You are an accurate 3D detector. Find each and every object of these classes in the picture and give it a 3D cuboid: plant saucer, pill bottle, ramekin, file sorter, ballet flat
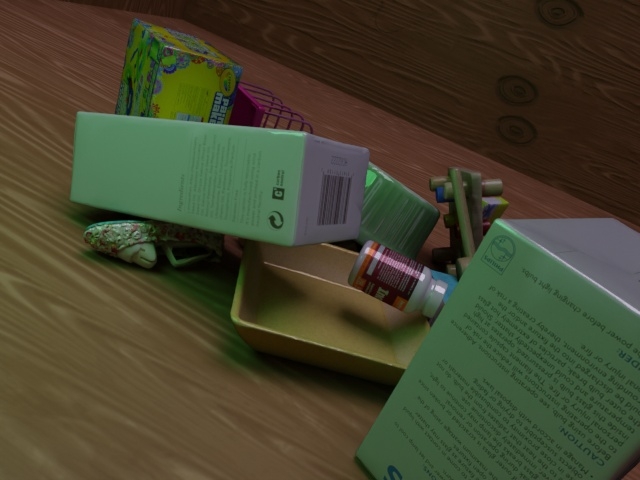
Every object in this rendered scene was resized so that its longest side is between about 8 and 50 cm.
[{"bbox_3d":[0.014,0.112,0.897,0.332,0.081,0.333,18,25,-11],"label":"plant saucer"},{"bbox_3d":[0.129,0.067,0.885,0.152,0.086,0.086,26,24,8],"label":"pill bottle"},{"bbox_3d":[0.122,-0.080,1.201,0.303,0.148,0.303,33,10,-7],"label":"ramekin"},{"bbox_3d":[-0.172,-0.296,1.442,0.182,0.202,0.291,6,28,-35],"label":"file sorter"},{"bbox_3d":[-0.263,0.007,0.887,0.241,0.091,0.077,-3,67,-37],"label":"ballet flat"}]

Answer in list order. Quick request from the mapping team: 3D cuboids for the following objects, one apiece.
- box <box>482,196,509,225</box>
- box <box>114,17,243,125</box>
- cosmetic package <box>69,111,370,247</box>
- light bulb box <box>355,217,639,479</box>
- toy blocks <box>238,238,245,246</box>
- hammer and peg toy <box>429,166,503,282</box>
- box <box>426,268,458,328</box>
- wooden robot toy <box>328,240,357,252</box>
[{"bbox_3d":[0.529,-0.083,1.710,0.178,0.109,0.042,-6,40,-47],"label":"box"},{"bbox_3d":[-0.339,-0.307,1.201,0.177,0.290,0.279,4,28,-35],"label":"box"},{"bbox_3d":[-0.173,-0.109,0.897,0.453,0.162,0.230,10,8,26],"label":"cosmetic package"},{"bbox_3d":[0.293,0.177,0.654,0.358,0.361,0.225,-3,35,-43],"label":"light bulb box"},{"bbox_3d":[-0.109,-0.029,1.116,0.148,0.054,0.123,4,30,-36],"label":"toy blocks"},{"bbox_3d":[0.334,-0.035,1.182,0.127,0.266,0.361,-4,10,3],"label":"hammer and peg toy"},{"bbox_3d":[0.230,0.158,0.960,0.060,0.101,0.244,17,24,-11],"label":"box"},{"bbox_3d":[0.000,0.000,1.168,0.079,0.076,0.173,-34,52,-20],"label":"wooden robot toy"}]
